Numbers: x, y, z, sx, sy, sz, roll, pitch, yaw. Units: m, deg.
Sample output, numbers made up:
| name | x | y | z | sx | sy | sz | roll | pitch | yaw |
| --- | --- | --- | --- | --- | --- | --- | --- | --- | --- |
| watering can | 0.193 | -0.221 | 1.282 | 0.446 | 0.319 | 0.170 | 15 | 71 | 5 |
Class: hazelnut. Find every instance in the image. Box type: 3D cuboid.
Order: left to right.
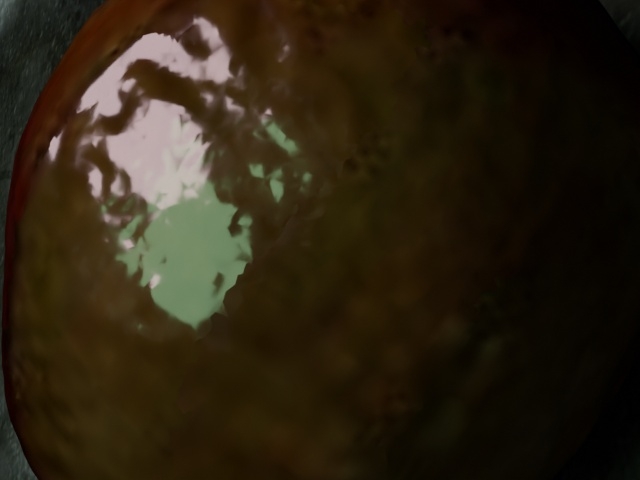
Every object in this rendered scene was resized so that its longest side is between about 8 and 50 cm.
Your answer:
| name | x | y | z | sx | sy | sz | roll | pitch | yaw |
| --- | --- | --- | --- | --- | --- | --- | --- | --- | --- |
| hazelnut | 0.000 | 0.000 | 0.702 | 0.421 | 0.352 | 0.421 | -179 | 90 | -77 |
